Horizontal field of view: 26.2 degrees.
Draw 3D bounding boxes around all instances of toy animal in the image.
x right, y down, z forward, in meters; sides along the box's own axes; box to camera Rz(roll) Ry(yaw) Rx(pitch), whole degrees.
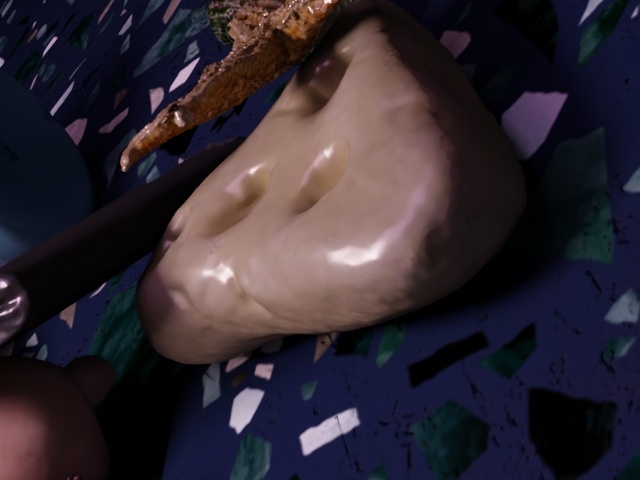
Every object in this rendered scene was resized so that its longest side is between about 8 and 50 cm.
[{"bbox_3d":[-0.289,0.228,1.202,0.221,0.210,0.229,-106,20,-65],"label":"toy animal"}]

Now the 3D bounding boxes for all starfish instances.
[{"bbox_3d":[-0.038,-0.162,1.105,0.302,0.060,0.299,-49,16,-22],"label":"starfish"}]

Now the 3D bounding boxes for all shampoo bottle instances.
[{"bbox_3d":[-0.492,-0.018,1.651,0.343,0.331,0.331,-43,31,22],"label":"shampoo bottle"}]

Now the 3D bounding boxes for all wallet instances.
[{"bbox_3d":[-0.221,0.016,1.230,0.228,0.062,0.406,-28,7,31],"label":"wallet"}]

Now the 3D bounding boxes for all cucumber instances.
[{"bbox_3d":[-0.034,-0.225,1.395,0.096,0.096,0.359,-57,25,0],"label":"cucumber"}]

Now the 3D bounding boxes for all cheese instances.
[{"bbox_3d":[0.000,0.000,1.048,0.351,0.130,0.328,-50,26,8],"label":"cheese"}]

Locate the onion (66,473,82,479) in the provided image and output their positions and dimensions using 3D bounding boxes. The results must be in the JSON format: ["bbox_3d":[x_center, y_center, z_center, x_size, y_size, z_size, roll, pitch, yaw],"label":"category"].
[{"bbox_3d":[-0.159,0.297,1.007,0.227,0.120,0.283,-42,34,30],"label":"onion"}]
